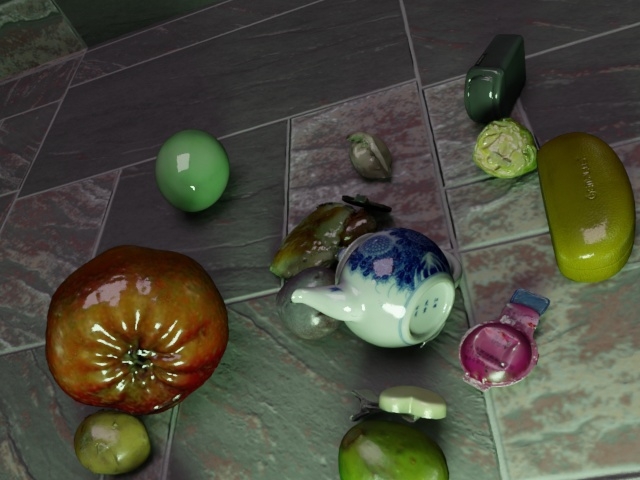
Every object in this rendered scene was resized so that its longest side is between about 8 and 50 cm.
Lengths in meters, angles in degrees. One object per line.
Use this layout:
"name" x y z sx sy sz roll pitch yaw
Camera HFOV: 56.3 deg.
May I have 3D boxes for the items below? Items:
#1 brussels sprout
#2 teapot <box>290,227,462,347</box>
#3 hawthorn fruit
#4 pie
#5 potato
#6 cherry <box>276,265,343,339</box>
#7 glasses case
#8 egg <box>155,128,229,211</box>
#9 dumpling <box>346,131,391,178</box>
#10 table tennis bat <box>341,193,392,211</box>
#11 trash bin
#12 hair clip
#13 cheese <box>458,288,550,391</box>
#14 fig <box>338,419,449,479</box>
"brussels sprout" 0.463 -0.219 1.484 0.149 0.122 0.151 -13 73 33
"teapot" 0.135 0.085 1.269 0.424 0.252 0.280 -16 34 -36
"hawthorn fruit" -0.408 0.184 1.375 0.403 0.402 0.402 -13 47 14
"pie" -0.007 0.000 1.534 0.274 0.105 0.257 -40 31 -16
"potato" -0.464 0.445 1.320 0.176 0.137 0.137 -4 50 20
"cherry" -0.019 0.147 1.365 0.176 0.140 0.176 -27 53 42
"glasses case" 0.577 -0.091 1.297 0.174 0.141 0.371 -9 48 18
"egg" -0.385 -0.209 1.801 0.221 0.220 0.269 -13 57 15
"dumpling" 0.128 -0.243 1.654 0.118 0.136 0.199 -44 36 -6
"table tennis bat" 0.112 -0.093 1.487 0.131 0.220 0.019 14 90 10
"trash bin" 0.478 -0.430 1.624 0.101 0.176 0.236 13 55 34
"hair clip" 0.155 0.312 1.143 0.219 0.159 0.071 -12 79 49
"cheese" 0.369 0.197 1.193 0.155 0.062 0.244 23 62 37
"fig" 0.120 0.402 1.054 0.181 0.191 0.181 -46 15 15
